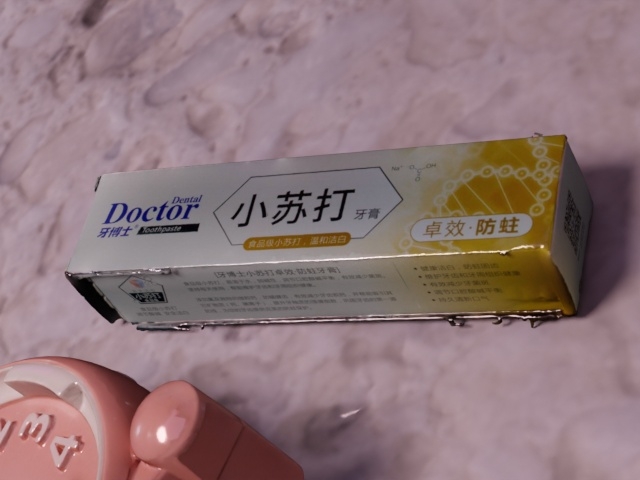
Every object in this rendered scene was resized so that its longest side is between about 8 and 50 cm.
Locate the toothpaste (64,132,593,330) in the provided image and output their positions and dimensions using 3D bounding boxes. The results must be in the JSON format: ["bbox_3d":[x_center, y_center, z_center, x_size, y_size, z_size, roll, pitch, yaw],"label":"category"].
[{"bbox_3d":[0.000,0.000,0.851,0.313,0.071,0.089,-3,55,26],"label":"toothpaste"}]

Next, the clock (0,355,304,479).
[{"bbox_3d":[-0.153,0.180,0.778,0.241,0.142,0.227,8,63,41],"label":"clock"}]
